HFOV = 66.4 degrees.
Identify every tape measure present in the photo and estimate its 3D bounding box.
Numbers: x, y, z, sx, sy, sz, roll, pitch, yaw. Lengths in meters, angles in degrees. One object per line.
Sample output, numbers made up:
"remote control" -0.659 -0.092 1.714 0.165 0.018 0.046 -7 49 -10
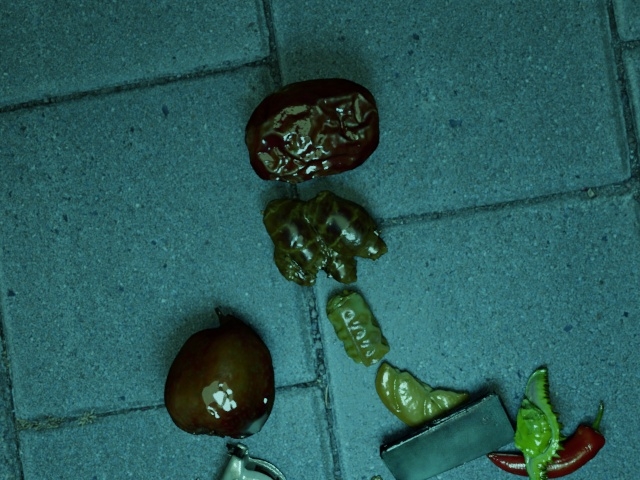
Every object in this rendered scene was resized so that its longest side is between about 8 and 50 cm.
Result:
"tape measure" -0.215 0.772 1.429 0.265 0.130 0.258 26 89 3

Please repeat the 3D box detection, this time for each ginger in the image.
"ginger" 0.010 -0.004 1.412 0.357 0.152 0.275 -5 89 5

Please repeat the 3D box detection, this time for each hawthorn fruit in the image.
"hawthorn fruit" -0.270 0.392 1.370 0.308 0.325 0.308 14 133 15

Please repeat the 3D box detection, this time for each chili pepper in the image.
"chili pepper" 0.675 0.605 1.404 0.368 0.092 0.137 -25 82 1

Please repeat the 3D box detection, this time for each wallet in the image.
"wallet" 0.368 0.582 1.403 0.378 0.046 0.191 -28 110 5

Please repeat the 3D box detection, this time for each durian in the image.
"durian" 0.609 0.536 1.358 0.132 0.106 0.375 1 67 26

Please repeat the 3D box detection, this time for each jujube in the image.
"jujube" -0.025 -0.305 1.374 0.376 0.276 0.277 -14 89 -9

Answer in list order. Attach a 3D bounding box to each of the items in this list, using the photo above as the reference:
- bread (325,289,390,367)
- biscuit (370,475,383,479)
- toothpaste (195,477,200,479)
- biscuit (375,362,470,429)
"bread" 0.103 0.259 1.442 0.128 0.088 0.232 -28 93 10
"biscuit" 0.190 0.832 1.456 0.131 0.026 0.237 -35 89 1
"toothpaste" -0.399 0.758 1.492 0.083 0.019 0.027 -34 64 1
"biscuit" 0.295 0.480 1.446 0.299 0.045 0.154 20 92 3
